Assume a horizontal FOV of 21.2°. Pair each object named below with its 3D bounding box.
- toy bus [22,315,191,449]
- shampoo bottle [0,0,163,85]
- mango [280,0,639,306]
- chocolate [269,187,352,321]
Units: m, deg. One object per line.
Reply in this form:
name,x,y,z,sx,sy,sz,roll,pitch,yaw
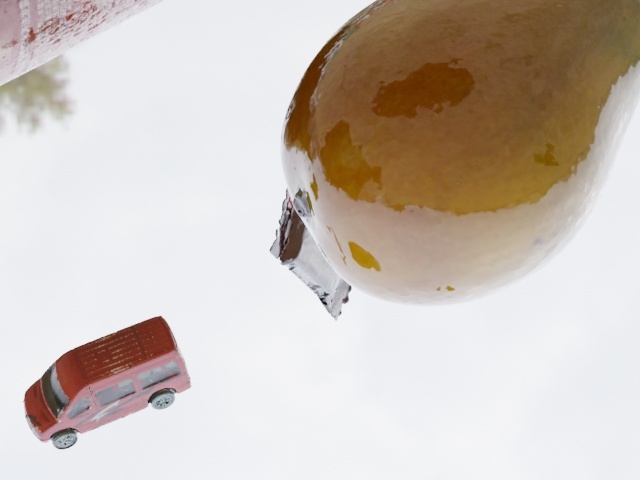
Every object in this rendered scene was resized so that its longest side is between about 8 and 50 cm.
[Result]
toy bus,-0.252,0.163,1.977,0.195,0.089,0.081,-21,-128,-9
shampoo bottle,-0.185,-0.174,1.146,0.076,0.118,0.314,42,-129,17
mango,0.076,-0.070,0.903,0.175,0.139,0.254,11,-139,22
chocolate,0.000,0.000,1.306,0.028,0.182,0.086,11,-108,18
